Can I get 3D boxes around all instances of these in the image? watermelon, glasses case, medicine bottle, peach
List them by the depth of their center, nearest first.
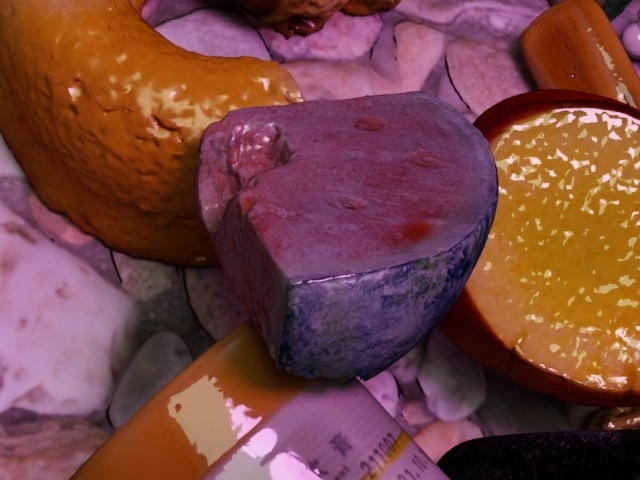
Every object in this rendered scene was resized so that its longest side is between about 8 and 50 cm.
[{"bbox_3d":[-0.035,0.203,0.828,0.232,0.238,0.238,46,65,7],"label":"medicine bottle"},{"bbox_3d":[0.000,0.000,0.830,0.226,0.148,0.318,17,31,10],"label":"watermelon"},{"bbox_3d":[0.244,0.216,0.931,0.321,0.082,0.122,-3,57,11],"label":"glasses case"},{"bbox_3d":[0.228,0.008,0.976,0.274,0.249,0.245,31,25,11],"label":"peach"}]

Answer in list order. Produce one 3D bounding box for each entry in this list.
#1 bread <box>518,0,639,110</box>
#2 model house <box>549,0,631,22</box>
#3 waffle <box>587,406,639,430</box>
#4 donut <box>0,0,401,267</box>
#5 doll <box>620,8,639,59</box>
[{"bbox_3d":[0.278,-0.118,1.128,0.074,0.092,0.239,-3,65,-52],"label":"bread"},{"bbox_3d":[0.353,-0.409,1.147,0.280,0.312,0.245,-24,72,-20],"label":"model house"},{"bbox_3d":[0.370,0.178,1.044,0.253,0.056,0.249,39,64,3],"label":"waffle"},{"bbox_3d":[-0.127,-0.220,1.026,0.377,0.163,0.435,24,65,-2],"label":"donut"},{"bbox_3d":[0.371,-0.171,1.187,0.106,0.062,0.162,-24,74,-27],"label":"doll"}]
